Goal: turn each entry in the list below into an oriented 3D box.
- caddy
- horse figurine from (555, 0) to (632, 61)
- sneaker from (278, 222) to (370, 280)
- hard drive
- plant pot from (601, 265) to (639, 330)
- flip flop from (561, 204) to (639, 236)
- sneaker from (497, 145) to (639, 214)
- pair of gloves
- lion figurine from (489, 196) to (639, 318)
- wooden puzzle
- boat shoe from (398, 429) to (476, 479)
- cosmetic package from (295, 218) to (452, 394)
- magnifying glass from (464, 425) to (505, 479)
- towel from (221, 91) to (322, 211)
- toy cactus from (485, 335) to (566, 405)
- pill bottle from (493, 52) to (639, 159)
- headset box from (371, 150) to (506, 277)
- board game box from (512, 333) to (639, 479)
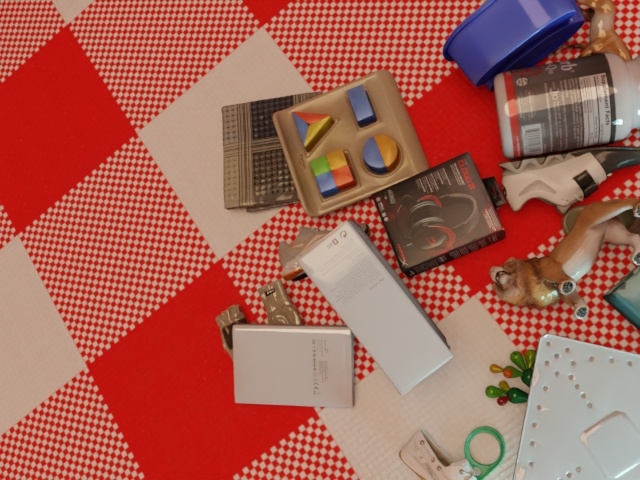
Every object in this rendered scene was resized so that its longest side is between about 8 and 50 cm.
[{"bbox_3d":[0.457,-0.518,1.585,0.341,0.241,0.179,-35,77,30],"label":"caddy"},{"bbox_3d":[0.668,-0.528,1.631,0.174,0.066,0.264,-5,80,24],"label":"horse figurine"},{"bbox_3d":[0.000,0.000,1.719,0.262,0.099,0.121,-25,68,10],"label":"sneaker"},{"bbox_3d":[-0.069,0.315,1.669,0.307,0.040,0.203,-1,93,13],"label":"hard drive"},{"bbox_3d":[0.763,0.151,1.414,0.165,0.165,0.234,-41,74,6],"label":"plant pot"},{"bbox_3d":[0.701,-0.051,1.513,0.276,0.080,0.112,-2,78,18],"label":"flip flop"},{"bbox_3d":[0.598,-0.141,1.556,0.330,0.122,0.147,-10,90,15],"label":"sneaker"},{"bbox_3d":[-0.155,0.240,1.743,0.240,0.042,0.204,-32,77,16],"label":"pair of gloves"},{"bbox_3d":[0.570,0.024,1.471,0.392,0.240,0.142,-40,108,6],"label":"lion figurine"},{"bbox_3d":[0.074,-0.264,1.727,0.347,0.080,0.322,-20,74,4],"label":"wooden puzzle"},{"bbox_3d":[0.303,0.536,1.488,0.277,0.098,0.096,36,96,32],"label":"boat shoe"},{"bbox_3d":[0.129,0.143,1.535,0.156,0.217,0.385,-37,86,7],"label":"cosmetic package"},{"bbox_3d":[0.360,0.545,1.532,0.092,0.026,0.231,20,84,20],"label":"magnifying glass"},{"bbox_3d":[-0.129,-0.244,1.839,0.311,0.056,0.325,-6,75,13],"label":"towel"},{"bbox_3d":[0.494,0.331,1.500,0.218,0.112,0.181,-29,82,1],"label":"toy cactus"},{"bbox_3d":[0.598,-0.317,1.532,0.362,0.210,0.211,-8,77,15],"label":"pill bottle"},{"bbox_3d":[0.304,-0.067,1.626,0.293,0.110,0.218,-23,73,12],"label":"headset box"},{"bbox_3d":[0.621,0.432,1.407,0.389,0.050,0.390,13,83,4],"label":"board game box"}]
